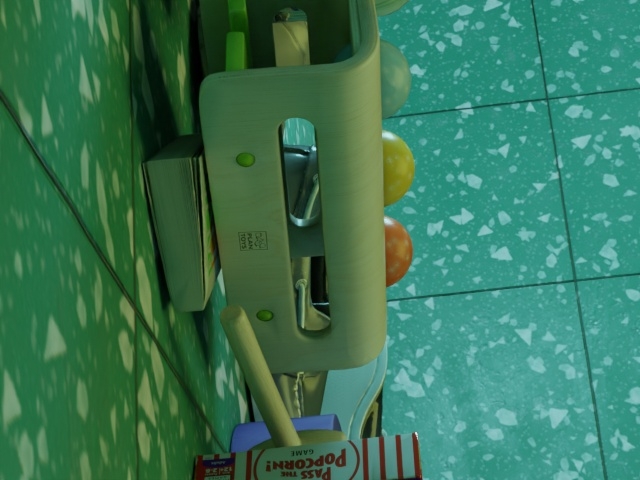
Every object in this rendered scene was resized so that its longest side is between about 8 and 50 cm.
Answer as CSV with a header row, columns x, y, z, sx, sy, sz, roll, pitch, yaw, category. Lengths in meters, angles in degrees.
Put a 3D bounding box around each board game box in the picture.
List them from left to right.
x,y,z,sx,sy,sz,roll,pitch,yaw,category
0.004,0.220,0.969,0.045,0.146,0.194,-91,172,-55,board game box

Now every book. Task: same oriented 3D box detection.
x,y,z,sx,sy,sz,roll,pitch,yaw,category
-0.084,-0.015,0.944,0.144,0.035,0.096,-88,172,-79,book

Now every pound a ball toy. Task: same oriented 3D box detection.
x,y,z,sx,sy,sz,roll,pitch,yaw,category
0.000,0.000,0.964,0.208,0.135,0.319,-95,180,-45,pound a ball toy

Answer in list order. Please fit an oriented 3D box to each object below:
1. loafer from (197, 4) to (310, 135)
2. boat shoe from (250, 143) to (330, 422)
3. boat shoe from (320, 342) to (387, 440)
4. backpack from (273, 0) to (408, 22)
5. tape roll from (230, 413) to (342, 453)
x,y,z,sx,sy,sz,roll,pitch,yaw,category
-0.040,-0.181,1.196,0.112,0.111,0.319,79,6,-45,loafer
-0.014,0.071,1.258,0.116,0.099,0.320,-51,135,-84,boat shoe
0.008,0.191,1.380,0.091,0.114,0.303,77,20,-52,boat shoe
0.007,-0.270,1.021,0.191,0.253,0.225,79,6,-49,backpack
-0.017,0.233,1.125,0.189,0.080,0.189,-6,90,-85,tape roll
